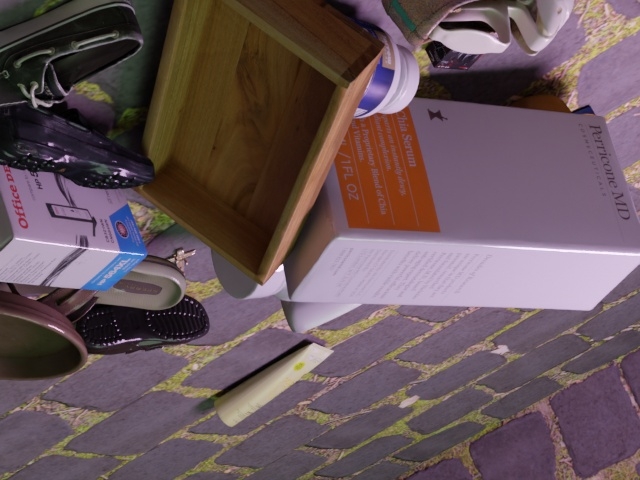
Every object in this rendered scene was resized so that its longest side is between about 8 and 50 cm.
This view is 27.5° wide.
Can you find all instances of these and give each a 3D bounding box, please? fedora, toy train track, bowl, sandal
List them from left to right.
[{"bbox_3d":[-0.317,0.064,1.725,0.302,0.086,0.120,6,146,-25],"label":"sandal"},{"bbox_3d":[-0.202,0.035,1.902,0.048,0.014,0.083,-18,157,-13],"label":"toy train track"},{"bbox_3d":[-0.002,0.066,2.034,0.142,0.142,0.053,-24,121,4],"label":"bowl"},{"bbox_3d":[0.308,-0.155,1.889,0.194,0.079,0.194,-15,155,-7],"label":"fedora"}]

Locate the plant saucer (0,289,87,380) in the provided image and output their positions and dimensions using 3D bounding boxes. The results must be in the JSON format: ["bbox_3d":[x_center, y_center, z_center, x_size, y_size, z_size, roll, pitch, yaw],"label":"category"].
[{"bbox_3d":[-0.439,0.120,1.701,0.277,0.041,0.278,4,154,2],"label":"plant saucer"}]

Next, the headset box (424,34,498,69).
[{"bbox_3d":[0.181,-0.250,1.628,0.062,0.032,0.083,-2,150,-41],"label":"headset box"}]

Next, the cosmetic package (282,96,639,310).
[{"bbox_3d":[0.174,-0.047,1.698,0.453,0.230,0.161,2,148,-24],"label":"cosmetic package"}]

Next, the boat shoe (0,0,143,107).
[{"bbox_3d":[-0.280,-0.173,1.302,0.219,0.070,0.078,-27,157,7],"label":"boat shoe"}]

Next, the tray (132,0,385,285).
[{"bbox_3d":[-0.082,-0.127,1.425,0.076,0.202,0.411,-49,172,-33],"label":"tray"}]

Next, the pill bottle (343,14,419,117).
[{"bbox_3d":[0.025,-0.198,1.488,0.112,0.112,0.186,-39,153,31],"label":"pill bottle"}]

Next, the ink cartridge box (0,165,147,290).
[{"bbox_3d":[-0.314,-0.031,1.478,0.086,0.148,0.203,-36,155,27],"label":"ink cartridge box"}]

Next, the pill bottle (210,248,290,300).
[{"bbox_3d":[0.000,0.000,1.832,0.283,0.160,0.160,-6,151,-35],"label":"pill bottle"}]

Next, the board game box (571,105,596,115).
[{"bbox_3d":[0.308,-0.112,2.036,0.243,0.042,0.165,-21,157,-7],"label":"board game box"}]

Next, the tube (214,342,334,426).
[{"bbox_3d":[-0.089,0.264,2.455,0.240,0.062,0.070,-35,-164,12],"label":"tube"}]

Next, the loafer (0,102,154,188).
[{"bbox_3d":[-0.268,-0.107,1.441,0.076,0.078,0.223,-12,162,37],"label":"loafer"}]

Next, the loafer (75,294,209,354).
[{"bbox_3d":[-0.273,0.129,1.974,0.220,0.080,0.078,-2,159,-32],"label":"loafer"}]

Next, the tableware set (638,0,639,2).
[{"bbox_3d":[0.521,-0.347,1.743,0.194,0.039,0.128,-34,144,8],"label":"tableware set"}]

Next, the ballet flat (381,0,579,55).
[{"bbox_3d":[0.212,-0.266,1.530,0.316,0.106,0.107,-10,154,-30],"label":"ballet flat"}]
